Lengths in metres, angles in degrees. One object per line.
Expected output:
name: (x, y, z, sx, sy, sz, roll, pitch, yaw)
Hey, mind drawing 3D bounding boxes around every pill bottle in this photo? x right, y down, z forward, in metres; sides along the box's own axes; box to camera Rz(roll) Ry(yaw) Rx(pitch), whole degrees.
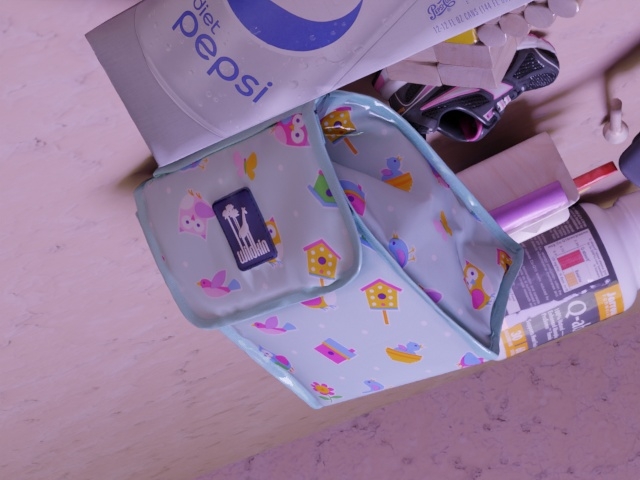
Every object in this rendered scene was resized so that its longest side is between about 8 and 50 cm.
pill bottle: (0.331, 0.044, 1.691, 0.278, 0.162, 0.162, -22, 164, 3)

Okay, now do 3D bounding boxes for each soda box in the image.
soda box: (0.015, -0.139, 0.671, 0.286, 0.091, 0.098, -20, -165, 33)

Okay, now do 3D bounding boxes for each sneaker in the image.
sneaker: (0.129, -0.119, 1.043, 0.178, 0.077, 0.072, -14, 163, -26)

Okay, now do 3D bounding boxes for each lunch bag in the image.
lunch bag: (0.001, 0.005, 1.019, 0.223, 0.160, 0.262, -21, 128, 41)

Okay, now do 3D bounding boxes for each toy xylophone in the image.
toy xylophone: (0.228, -0.056, 1.308, 0.236, 0.081, 0.322, -27, 174, 16)

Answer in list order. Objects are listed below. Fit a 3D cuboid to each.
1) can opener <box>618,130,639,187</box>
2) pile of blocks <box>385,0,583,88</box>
can opener: (0.351, -0.166, 1.113, 0.076, 0.095, 0.283, -44, 174, -44)
pile of blocks: (0.146, -0.217, 0.745, 0.362, 0.149, 0.113, -28, -151, 54)
